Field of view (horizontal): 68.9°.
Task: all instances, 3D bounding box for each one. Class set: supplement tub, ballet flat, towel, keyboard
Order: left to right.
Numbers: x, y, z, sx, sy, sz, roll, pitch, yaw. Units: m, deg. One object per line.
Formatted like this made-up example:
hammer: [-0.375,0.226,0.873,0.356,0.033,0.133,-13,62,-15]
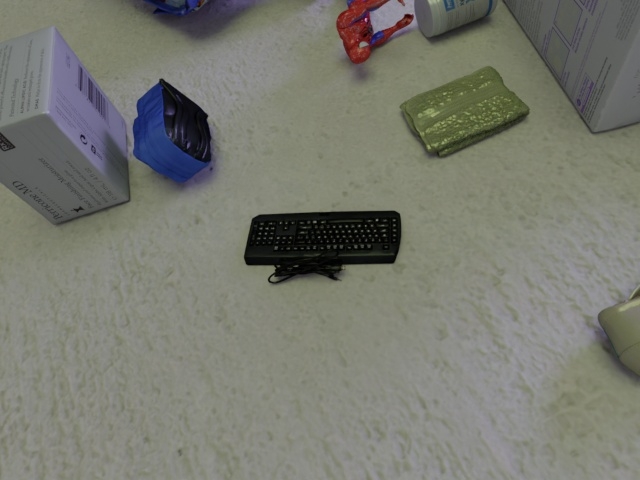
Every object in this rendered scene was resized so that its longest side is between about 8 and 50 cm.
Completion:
keyboard: [0.000,0.000,0.562,0.192,0.038,0.100,-2,60,11]
supplement tub: [0.206,-0.363,0.714,0.107,0.071,0.071,-23,58,-2]
towel: [0.193,-0.177,0.632,0.148,0.027,0.110,-22,59,-2]
ballet flat: [0.379,0.039,0.443,0.249,0.086,0.086,-27,59,-4]

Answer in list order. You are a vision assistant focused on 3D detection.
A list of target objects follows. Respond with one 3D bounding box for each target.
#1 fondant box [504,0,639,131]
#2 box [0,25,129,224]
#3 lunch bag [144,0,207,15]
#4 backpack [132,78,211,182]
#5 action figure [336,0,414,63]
fondant box: [0.338,-0.338,0.574,0.096,0.238,0.330,-15,58,3]
box: [-0.366,-0.152,0.640,0.119,0.181,0.181,-18,59,1]
lunch bag: [-0.252,-0.602,0.844,0.386,0.239,0.328,39,71,11]
backpack: [-0.208,-0.139,0.654,0.101,0.098,0.120,-36,55,24]
action figure: [0.095,-0.384,0.732,0.139,0.091,0.280,-7,58,22]
